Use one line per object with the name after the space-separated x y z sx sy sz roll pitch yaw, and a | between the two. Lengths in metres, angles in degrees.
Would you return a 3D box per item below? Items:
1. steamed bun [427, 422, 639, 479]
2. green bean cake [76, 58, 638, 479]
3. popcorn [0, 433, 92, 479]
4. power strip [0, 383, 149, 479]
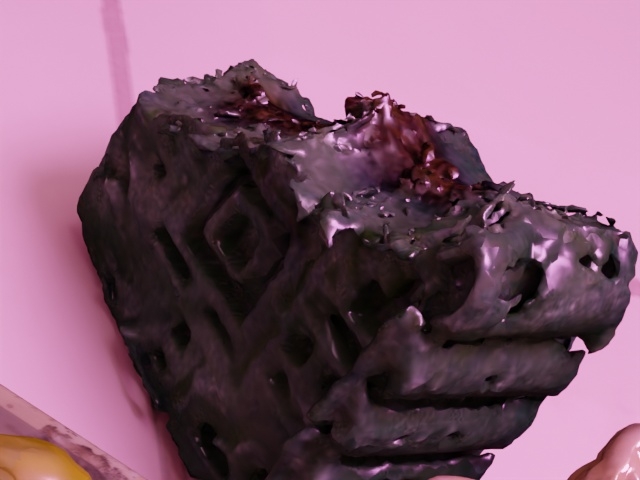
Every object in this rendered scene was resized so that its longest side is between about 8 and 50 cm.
0.110 0.220 0.650 0.295 0.137 0.292 30 53 12 | steamed bun
0.000 0.000 0.773 0.107 0.193 0.208 -5 52 -37 | green bean cake
-0.138 0.142 0.463 0.242 0.235 0.250 -10 42 -27 | popcorn
-0.080 0.105 0.608 0.268 0.092 0.034 27 32 33 | power strip
